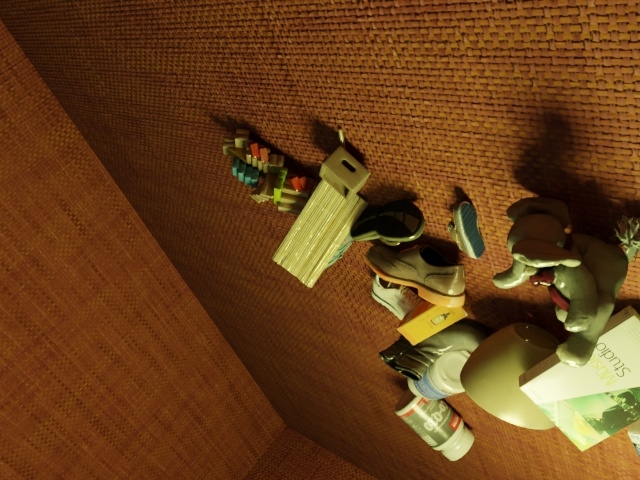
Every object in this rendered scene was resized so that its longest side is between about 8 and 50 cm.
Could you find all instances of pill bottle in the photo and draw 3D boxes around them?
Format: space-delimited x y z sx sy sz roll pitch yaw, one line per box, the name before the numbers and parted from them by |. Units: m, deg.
pill bottle | 0.434 0.683 2.477 0.283 0.161 0.161 43 154 -2
pill bottle | 0.393 0.449 2.190 0.152 0.152 0.272 42 154 1

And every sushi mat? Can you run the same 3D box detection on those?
sushi mat | -0.004 -0.029 1.913 0.151 0.316 0.019 35 -164 8

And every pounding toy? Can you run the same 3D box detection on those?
pounding toy | 0.063 -0.201 1.755 0.141 0.100 0.130 43 168 4

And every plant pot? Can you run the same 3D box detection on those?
plant pot | 0.535 0.330 1.737 0.284 0.284 0.190 27 115 28

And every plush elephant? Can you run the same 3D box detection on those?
plush elephant | 0.483 0.052 1.359 0.256 0.272 0.329 23 121 10

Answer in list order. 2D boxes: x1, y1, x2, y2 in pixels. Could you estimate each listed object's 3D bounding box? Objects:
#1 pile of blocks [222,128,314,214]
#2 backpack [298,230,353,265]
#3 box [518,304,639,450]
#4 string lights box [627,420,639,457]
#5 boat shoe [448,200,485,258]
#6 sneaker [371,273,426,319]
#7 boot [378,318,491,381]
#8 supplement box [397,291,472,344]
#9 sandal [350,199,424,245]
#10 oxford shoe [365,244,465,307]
pile of blocks | -0.174 -0.215 1.977 0.362 0.149 0.112 35 153 16
backpack | 0.000 0.000 2.015 0.166 0.188 0.144 46 154 -6
box | 0.666 0.329 1.536 0.232 0.058 0.322 45 117 -5
string lights box | 0.923 0.573 1.730 0.133 0.076 0.259 5 135 51
boat shoe | 0.351 -0.026 1.629 0.066 0.066 0.183 18 145 42
sneaker | 0.261 0.182 2.056 0.235 0.090 0.094 28 140 22
boot | 0.357 0.345 2.002 0.338 0.222 0.118 5 135 51
supplement box | 0.334 0.219 1.927 0.078 0.080 0.233 46 134 -6
sandal | 0.193 -0.039 1.802 0.086 0.120 0.303 34 165 -23
oxford shoe | 0.270 0.063 1.860 0.364 0.130 0.132 25 117 45
